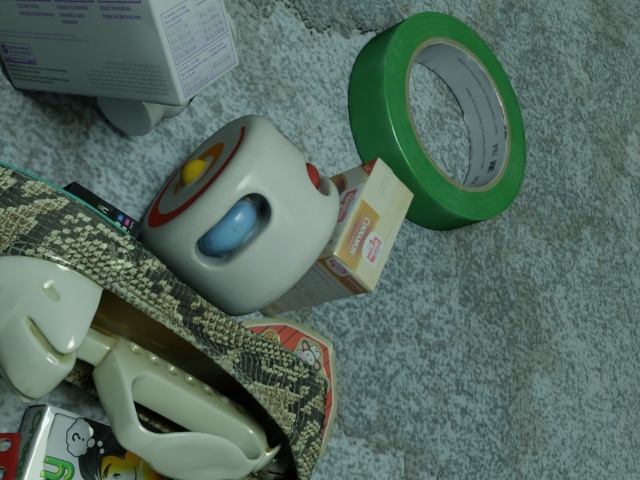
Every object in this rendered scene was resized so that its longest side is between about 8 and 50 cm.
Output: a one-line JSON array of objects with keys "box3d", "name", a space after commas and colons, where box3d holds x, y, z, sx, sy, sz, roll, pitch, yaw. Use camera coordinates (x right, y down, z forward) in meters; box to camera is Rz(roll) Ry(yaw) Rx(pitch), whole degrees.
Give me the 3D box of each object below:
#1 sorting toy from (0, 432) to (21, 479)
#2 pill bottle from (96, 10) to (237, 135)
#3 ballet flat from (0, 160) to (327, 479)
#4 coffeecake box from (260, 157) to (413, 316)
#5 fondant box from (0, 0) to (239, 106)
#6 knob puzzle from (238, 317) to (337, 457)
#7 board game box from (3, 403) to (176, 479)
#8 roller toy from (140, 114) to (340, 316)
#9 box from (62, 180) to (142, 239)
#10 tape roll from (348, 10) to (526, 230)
[{"box3d": [-0.307, 0.276, 0.651, 0.132, 0.046, 0.274, -3, 57, -6], "name": "sorting toy"}, {"box3d": [-0.171, -0.195, 0.919, 0.094, 0.094, 0.169, 47, 52, -22], "name": "pill bottle"}, {"box3d": [-0.175, 0.102, 0.755, 0.483, 0.164, 0.182, 37, 29, -26], "name": "ballet flat"}, {"box3d": [0.000, 0.000, 0.954, 0.068, 0.185, 0.142, 44, 53, -25], "name": "coffeecake box"}, {"box3d": [-0.223, -0.291, 0.722, 0.096, 0.238, 0.330, -47, 136, -39], "name": "fondant box"}, {"box3d": [-0.040, 0.174, 0.975, 0.213, 0.030, 0.213, 14, 68, -39], "name": "knob puzzle"}, {"box3d": [-0.219, 0.324, 0.754, 0.193, 0.053, 0.305, 28, 60, -33], "name": "board game box"}, {"box3d": [-0.088, -0.033, 0.880, 0.146, 0.191, 0.209, 44, 53, -23], "name": "roller toy"}, {"box3d": [-0.234, -0.010, 0.830, 0.083, 0.062, 0.052, 36, 55, -30], "name": "box"}, {"box3d": [0.183, -0.177, 1.247, 0.321, 0.077, 0.321, 14, 68, -39], "name": "tape roll"}]
